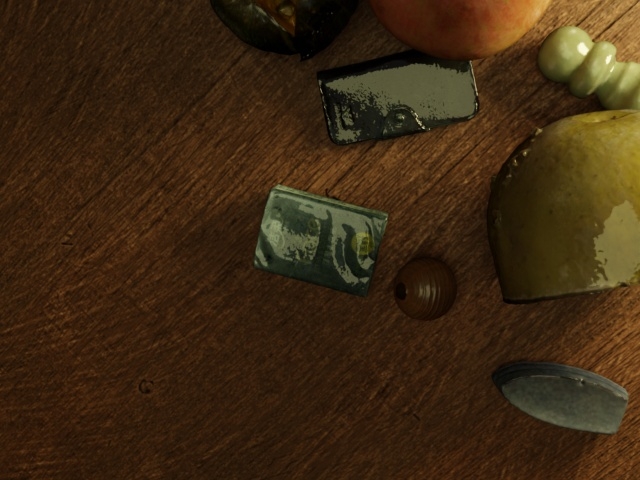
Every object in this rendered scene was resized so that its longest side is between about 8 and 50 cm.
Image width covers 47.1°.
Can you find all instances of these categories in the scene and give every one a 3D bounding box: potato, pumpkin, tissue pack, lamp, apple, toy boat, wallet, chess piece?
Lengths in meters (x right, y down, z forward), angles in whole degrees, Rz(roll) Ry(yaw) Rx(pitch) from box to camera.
[{"bbox_3d":[0.519,-0.074,1.332,0.443,0.385,0.319,-11,90,21],"label":"potato"},{"bbox_3d":[-0.066,-0.513,1.407,0.321,0.192,0.320,5,104,18],"label":"pumpkin"},{"bbox_3d":[0.000,0.000,1.575,0.257,0.081,0.185,15,104,5],"label":"tissue pack"},{"bbox_3d":[0.218,0.101,1.533,0.137,0.136,0.136,2,103,9],"label":"lamp"},{"bbox_3d":[0.253,-0.494,1.297,0.364,0.364,0.363,2,103,9],"label":"apple"},{"bbox_3d":[0.508,0.330,1.565,0.283,0.078,0.127,13,107,5],"label":"toy boat"},{"bbox_3d":[0.157,-0.299,1.502,0.318,0.045,0.172,-10,99,13],"label":"wallet"},{"bbox_3d":[0.532,-0.313,1.395,0.251,0.144,0.144,31,106,7],"label":"chess piece"}]
